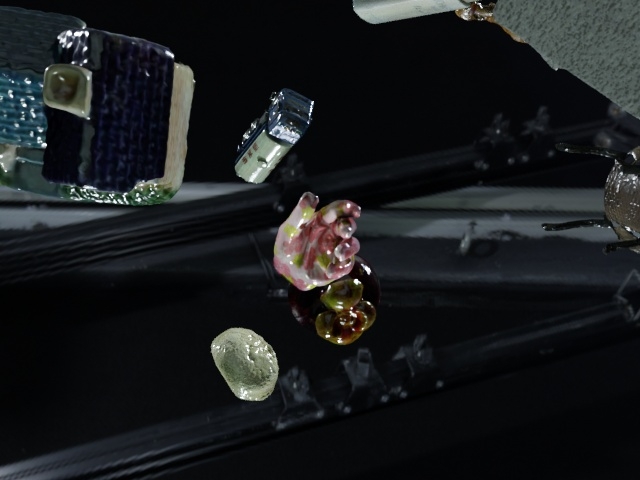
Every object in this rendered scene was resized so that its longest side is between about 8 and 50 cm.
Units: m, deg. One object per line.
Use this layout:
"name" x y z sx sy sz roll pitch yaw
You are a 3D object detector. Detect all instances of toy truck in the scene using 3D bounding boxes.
"toy truck" -0.092 -0.179 1.240 0.074 0.201 0.088 25 -131 -21

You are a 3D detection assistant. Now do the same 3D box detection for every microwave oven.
"microwave oven" 0.567 -0.410 1.159 0.432 0.374 0.236 41 -130 19

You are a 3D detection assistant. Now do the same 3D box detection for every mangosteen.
"mangosteen" 0.032 0.117 1.439 0.209 0.210 0.210 1 -132 -2

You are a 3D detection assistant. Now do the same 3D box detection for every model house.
"model house" -0.335 -0.173 0.890 0.298 0.284 0.244 8 -88 -3

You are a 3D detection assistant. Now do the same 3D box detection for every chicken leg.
"chicken leg" 0.454 -0.548 1.684 0.251 0.107 0.087 13 -149 -1

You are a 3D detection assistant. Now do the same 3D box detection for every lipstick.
"lipstick" 0.165 -0.321 0.830 0.252 0.078 0.079 1 -179 32

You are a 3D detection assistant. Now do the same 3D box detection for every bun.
"bun" -0.099 0.167 0.954 0.069 0.115 0.115 -34 -125 0

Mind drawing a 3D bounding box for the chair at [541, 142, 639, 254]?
"chair" 0.443 -0.056 0.943 0.213 0.174 0.149 1 -163 -11

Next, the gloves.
"gloves" 0.008 -0.002 1.232 0.126 0.241 0.145 -16 -108 -48
